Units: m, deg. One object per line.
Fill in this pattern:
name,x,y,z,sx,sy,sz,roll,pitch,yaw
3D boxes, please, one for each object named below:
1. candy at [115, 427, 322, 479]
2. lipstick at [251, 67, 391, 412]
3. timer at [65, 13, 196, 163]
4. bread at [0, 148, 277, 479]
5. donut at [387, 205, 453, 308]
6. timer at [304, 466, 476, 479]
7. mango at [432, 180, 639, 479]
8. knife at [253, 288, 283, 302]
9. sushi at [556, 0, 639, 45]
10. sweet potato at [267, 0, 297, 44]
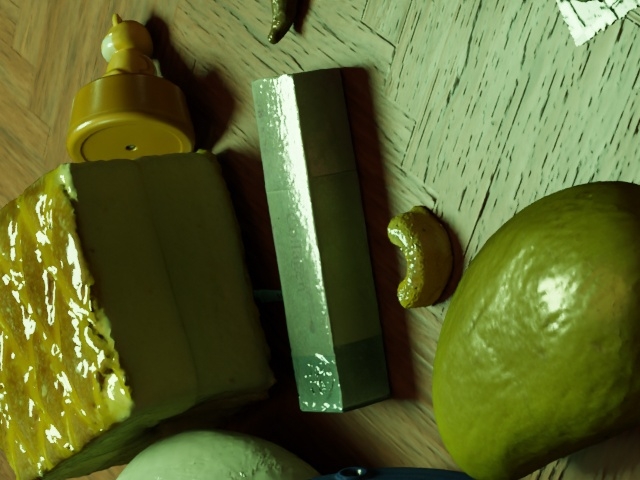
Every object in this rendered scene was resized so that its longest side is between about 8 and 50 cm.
candy,-0.087,0.310,1.892,0.295,0.185,0.295,5,101,27
lipstick,0.000,0.000,1.804,0.066,0.068,0.317,-4,96,49
timer,-0.196,-0.160,1.967,0.132,0.132,0.152,-35,51,46
bread,-0.213,0.082,1.943,0.279,0.207,0.279,-30,71,50
donut,0.085,0.020,1.739,0.067,0.038,0.083,42,126,30
timer,0.062,0.417,1.693,0.270,0.270,0.384,9,108,47
mango,0.194,0.069,1.553,0.331,0.142,0.195,-36,68,49
knife,-0.058,0.056,1.930,0.091,0.005,0.014,-3,96,48
sushi,0.233,-0.256,1.511,0.201,0.031,0.139,-34,73,47
sweet potato,-0.039,-0.291,1.796,0.050,0.050,0.214,9,112,47
